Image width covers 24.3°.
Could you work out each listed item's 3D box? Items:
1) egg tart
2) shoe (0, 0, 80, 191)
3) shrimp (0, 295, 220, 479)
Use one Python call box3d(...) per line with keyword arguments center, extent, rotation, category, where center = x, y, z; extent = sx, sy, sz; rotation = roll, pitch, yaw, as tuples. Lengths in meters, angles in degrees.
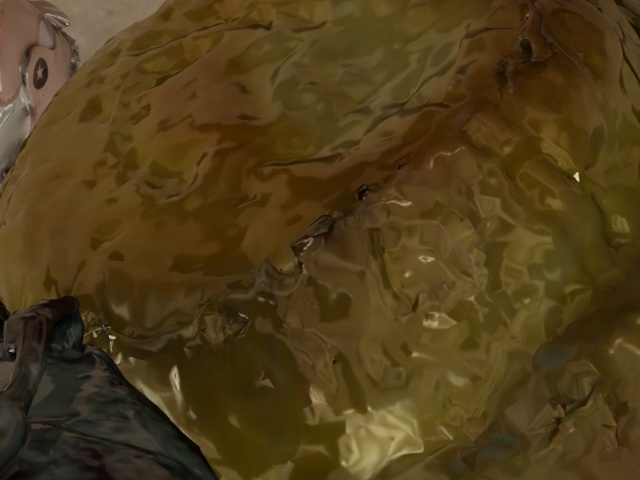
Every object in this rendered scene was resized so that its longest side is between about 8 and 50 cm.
box3d(center=(0.000, 0.000, 0.603), extent=(0.443, 0.443, 0.178), rotation=(-16, 125, 23), category="egg tart")
box3d(center=(-0.323, -0.065, 1.203), extent=(0.351, 0.172, 0.198), rotation=(-57, 149, 9), category="shoe")
box3d(center=(-0.091, 0.084, 0.368), extent=(0.137, 0.372, 0.172), rotation=(-36, 129, -8), category="shrimp")
